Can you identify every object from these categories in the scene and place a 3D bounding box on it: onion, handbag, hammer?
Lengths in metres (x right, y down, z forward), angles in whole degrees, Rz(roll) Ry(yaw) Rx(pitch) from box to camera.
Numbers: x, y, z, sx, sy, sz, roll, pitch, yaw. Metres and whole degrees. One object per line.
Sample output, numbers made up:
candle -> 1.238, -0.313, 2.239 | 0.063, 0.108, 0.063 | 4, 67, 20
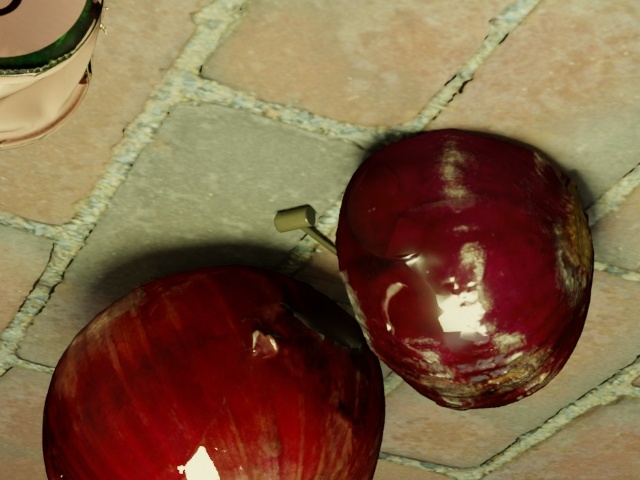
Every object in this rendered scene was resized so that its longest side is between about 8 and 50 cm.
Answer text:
onion -> -0.092, 0.173, 1.648 | 0.341, 0.341, 0.341 | 4, 150, 3
handbag -> -0.251, -0.169, 1.210 | 0.205, 0.179, 0.116 | 16, 156, -14
hammer -> 0.000, 0.000, 1.617 | 0.036, 0.019, 0.110 | -12, 148, 29
onion -> 0.120, 0.028, 1.465 | 0.216, 0.207, 0.206 | -13, 149, 19
